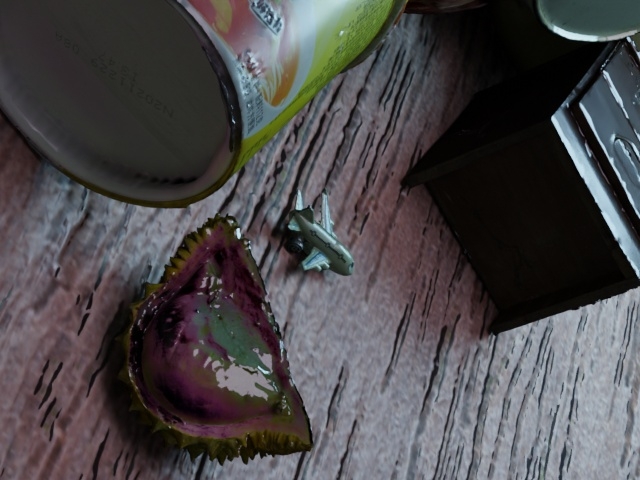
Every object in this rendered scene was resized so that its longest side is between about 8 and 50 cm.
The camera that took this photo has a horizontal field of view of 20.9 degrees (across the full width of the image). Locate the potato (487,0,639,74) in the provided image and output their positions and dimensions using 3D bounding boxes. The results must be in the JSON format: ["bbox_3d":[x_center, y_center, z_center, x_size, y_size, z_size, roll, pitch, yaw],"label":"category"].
[{"bbox_3d":[0.279,-0.235,1.663,0.326,0.221,0.243,50,49,-20],"label":"potato"}]

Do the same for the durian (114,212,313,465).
[{"bbox_3d":[-0.086,0.082,1.157,0.108,0.119,0.187,-15,69,-17],"label":"durian"}]

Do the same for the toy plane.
[{"bbox_3d":[-0.002,0.001,1.338,0.083,0.033,0.080,51,38,-34],"label":"toy plane"}]

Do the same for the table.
[{"bbox_3d":[0.213,-0.053,1.522,0.169,0.172,0.193,59,36,-12],"label":"table"}]

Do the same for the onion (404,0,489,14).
[{"bbox_3d":[0.028,-0.289,1.446,0.314,0.146,0.280,58,14,17],"label":"onion"}]

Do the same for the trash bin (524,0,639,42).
[{"bbox_3d":[0.198,-0.407,1.463,0.280,0.280,0.432,12,46,-49],"label":"trash bin"}]

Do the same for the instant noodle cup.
[{"bbox_3d":[-0.096,-0.160,1.135,0.264,0.264,0.200,53,48,-19],"label":"instant noodle cup"}]
